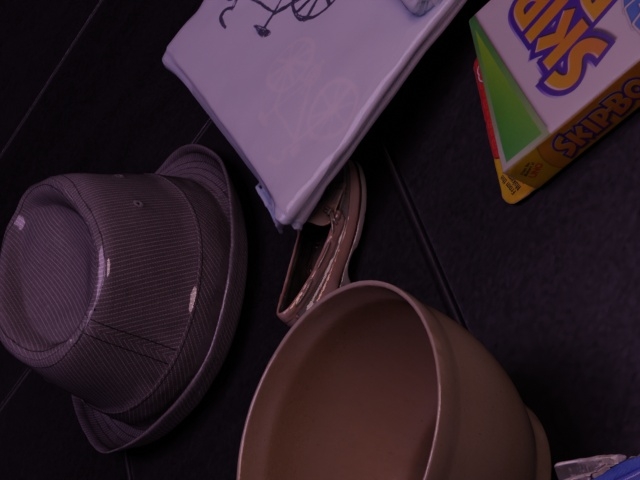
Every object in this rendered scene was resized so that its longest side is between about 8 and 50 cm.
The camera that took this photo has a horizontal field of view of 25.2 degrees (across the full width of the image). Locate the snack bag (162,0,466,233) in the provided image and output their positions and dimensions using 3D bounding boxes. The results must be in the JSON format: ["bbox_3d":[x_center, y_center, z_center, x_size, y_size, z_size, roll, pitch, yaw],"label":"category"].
[{"bbox_3d":[0.014,-0.209,1.005,0.342,0.037,0.323,-53,34,11],"label":"snack bag"}]

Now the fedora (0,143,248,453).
[{"bbox_3d":[-0.169,0.028,1.091,0.243,0.124,0.275,-57,34,18],"label":"fedora"}]

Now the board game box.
[{"bbox_3d":[0.169,-0.137,0.767,0.259,0.039,0.124,-44,39,38],"label":"board game box"}]

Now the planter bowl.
[{"bbox_3d":[0.046,0.113,0.728,0.162,0.109,0.162,-33,45,42],"label":"planter bowl"}]

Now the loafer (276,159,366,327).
[{"bbox_3d":[0.000,0.000,0.931,0.045,0.039,0.125,-18,57,52],"label":"loafer"}]

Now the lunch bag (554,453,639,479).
[{"bbox_3d":[0.127,0.204,0.467,0.243,0.115,0.303,-20,42,-3],"label":"lunch bag"}]
